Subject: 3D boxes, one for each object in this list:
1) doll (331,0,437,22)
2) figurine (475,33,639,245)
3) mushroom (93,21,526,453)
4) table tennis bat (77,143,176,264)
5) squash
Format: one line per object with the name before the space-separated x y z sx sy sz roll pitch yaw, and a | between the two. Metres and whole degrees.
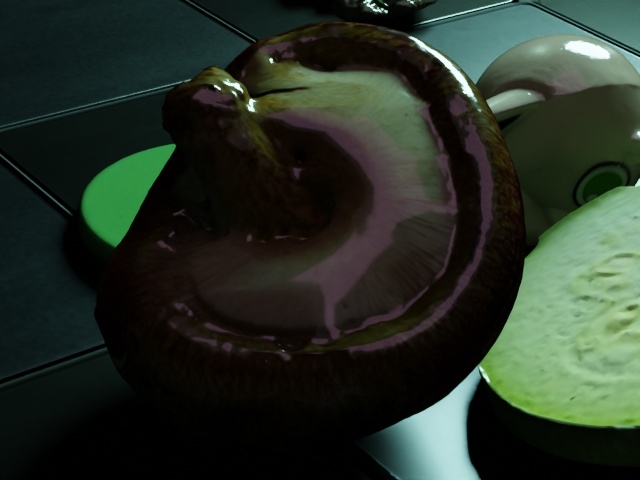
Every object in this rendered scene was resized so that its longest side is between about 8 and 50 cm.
doll | 0.039 -0.220 1.253 0.139 0.057 0.165 18 37 16
figurine | 0.144 -0.062 0.939 0.138 0.125 0.125 -14 34 -12
mushroom | -0.001 0.007 0.765 0.194 0.138 0.231 31 66 9
table tennis bat | -0.024 -0.005 0.897 0.257 0.039 0.160 18 36 29
squash | 0.181 0.035 0.771 0.219 0.041 0.219 -22 28 12
